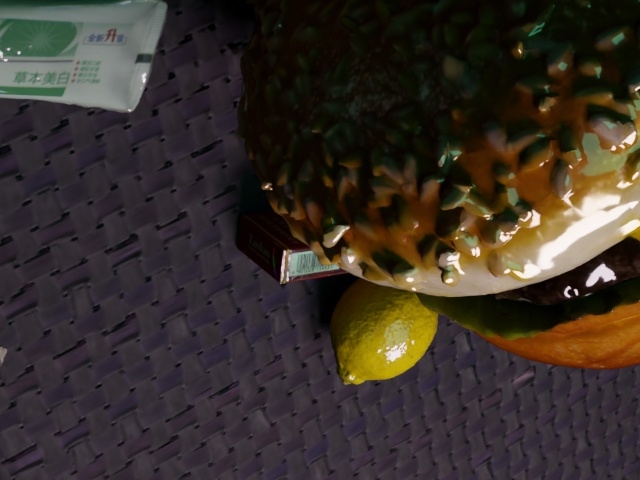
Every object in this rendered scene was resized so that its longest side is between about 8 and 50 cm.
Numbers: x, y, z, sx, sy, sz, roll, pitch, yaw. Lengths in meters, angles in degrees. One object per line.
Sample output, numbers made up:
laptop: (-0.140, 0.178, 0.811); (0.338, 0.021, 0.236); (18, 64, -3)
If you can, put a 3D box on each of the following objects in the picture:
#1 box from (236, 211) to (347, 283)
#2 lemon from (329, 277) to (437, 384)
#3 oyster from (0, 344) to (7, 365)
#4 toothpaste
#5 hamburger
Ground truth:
box: (0.000, 0.000, 0.710); (0.082, 0.051, 0.023); (-8, 118, -31)
lemon: (0.037, 0.053, 0.756); (0.062, 0.062, 0.083); (30, 94, -41)
oyster: (-0.273, 0.055, 0.519); (0.271, 0.100, 0.275); (-55, 128, -14)
toothpaste: (-0.169, -0.089, 0.557); (0.218, 0.041, 0.064); (-1, 125, -37)
hamburger: (0.106, -0.084, 0.597); (0.225, 0.291, 0.291); (34, 92, -44)
